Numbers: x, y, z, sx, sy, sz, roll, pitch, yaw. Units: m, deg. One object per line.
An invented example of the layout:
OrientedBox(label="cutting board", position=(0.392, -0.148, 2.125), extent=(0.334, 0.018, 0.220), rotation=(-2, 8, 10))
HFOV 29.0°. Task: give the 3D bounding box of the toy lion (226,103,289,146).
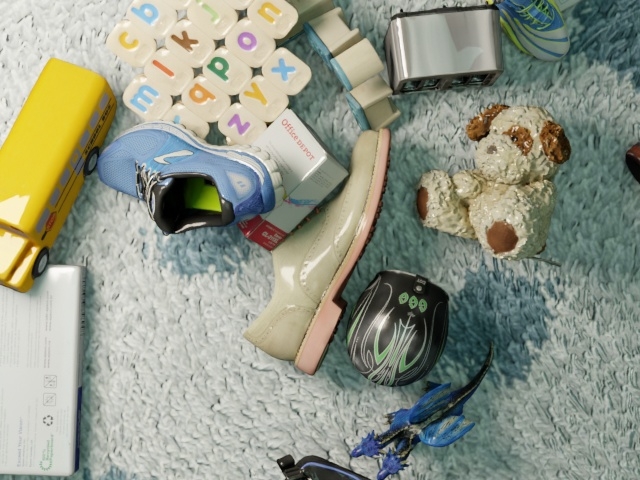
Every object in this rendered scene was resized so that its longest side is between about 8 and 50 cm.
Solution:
OrientedBox(label="toy lion", position=(-0.098, -0.192, 1.946), extent=(0.100, 0.034, 0.096), rotation=(0, 83, -2))

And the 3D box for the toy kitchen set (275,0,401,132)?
OrientedBox(label="toy kitchen set", position=(0.011, -0.271, 1.935), extent=(0.122, 0.166, 0.207), rotation=(-32, 55, -2))

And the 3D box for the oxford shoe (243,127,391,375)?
OrientedBox(label="oxford shoe", position=(0.000, 0.000, 1.898), extent=(0.146, 0.140, 0.397), rotation=(21, 87, 5))

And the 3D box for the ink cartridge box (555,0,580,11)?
OrientedBox(label="ink cartridge box", position=(0.411, -0.555, 1.911), extent=(0.385, 0.091, 0.308), rotation=(-30, 111, 14))

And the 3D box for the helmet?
OrientedBox(label="helmet", position=(0.116, 0.142, 1.896), extent=(0.169, 0.169, 0.162), rotation=(22, 72, -2))

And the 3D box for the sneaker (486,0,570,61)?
OrientedBox(label="sneaker", position=(0.304, -0.357, 1.890), extent=(0.091, 0.126, 0.240), rotation=(-37, 109, 17))

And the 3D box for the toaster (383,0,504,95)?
OrientedBox(label="toaster", position=(0.189, -0.292, 1.880), extent=(0.168, 0.186, 0.110), rotation=(-6, 86, -3))

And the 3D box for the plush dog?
OrientedBox(label="plush dog", position=(0.300, -0.096, 1.887), extent=(0.210, 0.262, 0.225), rotation=(9, 101, -35))

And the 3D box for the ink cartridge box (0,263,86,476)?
OrientedBox(label="ink cartridge box", position=(-0.533, 0.193, 1.908), extent=(0.330, 0.071, 0.324), rotation=(2, 89, 0))

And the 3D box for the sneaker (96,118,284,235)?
OrientedBox(label="sneaker", position=(-0.219, -0.090, 1.820), extent=(0.330, 0.147, 0.130), rotation=(11, 121, 36))

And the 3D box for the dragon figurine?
OrientedBox(label="dragon figurine", position=(0.177, 0.268, 1.896), extent=(0.289, 0.144, 0.085), rotation=(-32, 91, -7))

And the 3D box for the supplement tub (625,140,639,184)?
OrientedBox(label="supplement tub", position=(0.583, -0.156, 1.935), extent=(0.198, 0.106, 0.106), rotation=(-38, 91, -3))

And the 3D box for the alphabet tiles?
OrientedBox(label="alphabet tiles", position=(-0.166, -0.276, 1.855), extent=(0.278, 0.021, 0.284), rotation=(35, 114, -15))

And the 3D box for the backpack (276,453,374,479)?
OrientedBox(label="backpack", position=(0.025, 0.481, 1.861), extent=(0.276, 0.213, 0.263), rotation=(22, 81, 4))

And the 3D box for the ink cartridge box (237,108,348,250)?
OrientedBox(label="ink cartridge box", position=(-0.062, -0.092, 1.880), extent=(0.175, 0.072, 0.127), rotation=(-44, 53, 10))

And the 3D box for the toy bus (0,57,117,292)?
OrientedBox(label="toy bus", position=(-0.424, -0.096, 1.858), extent=(0.108, 0.130, 0.333), rotation=(21, 73, 8))
